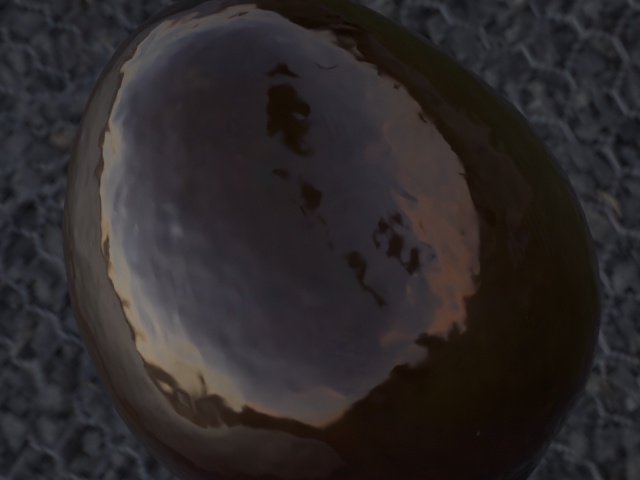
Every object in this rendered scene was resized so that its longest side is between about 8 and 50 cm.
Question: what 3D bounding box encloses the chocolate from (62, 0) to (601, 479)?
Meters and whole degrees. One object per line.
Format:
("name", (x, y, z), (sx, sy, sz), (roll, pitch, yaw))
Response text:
("chocolate", (0.000, 0.000, 0.551), (0.177, 0.177, 0.176), (-13, 58, 21))
